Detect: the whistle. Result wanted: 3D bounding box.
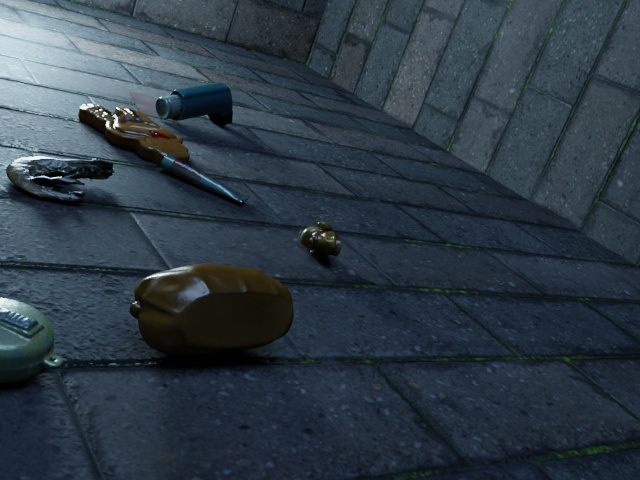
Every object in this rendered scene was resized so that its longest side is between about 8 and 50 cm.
[{"bbox_3d":[-0.416,0.093,0.866,0.258,0.067,0.126,19,18,3],"label":"whistle"}]

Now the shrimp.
[{"bbox_3d":[-0.466,-0.118,1.402,0.219,0.046,0.152,-7,33,-46],"label":"shrimp"}]

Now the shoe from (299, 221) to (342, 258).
[{"bbox_3d":[0.002,-0.002,1.530,0.069,0.072,0.109,18,19,-22],"label":"shoe"}]

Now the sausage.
[{"bbox_3d":[-0.149,0.094,1.051,0.241,0.120,0.136,1,13,-43],"label":"sausage"}]

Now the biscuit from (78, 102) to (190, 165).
[{"bbox_3d":[-0.439,-0.263,1.819,0.334,0.047,0.202,36,24,35],"label":"biscuit"}]

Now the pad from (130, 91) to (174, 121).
[{"bbox_3d":[-0.481,-0.383,2.158,0.113,0.006,0.188,12,23,-28],"label":"pad"}]

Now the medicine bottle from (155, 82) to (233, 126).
[{"bbox_3d":[-0.353,-0.381,2.150,0.079,0.124,0.258,38,36,27],"label":"medicine bottle"}]

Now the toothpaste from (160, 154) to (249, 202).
[{"bbox_3d":[-0.258,-0.133,1.677,0.205,0.036,0.056,26,18,3],"label":"toothpaste"}]
